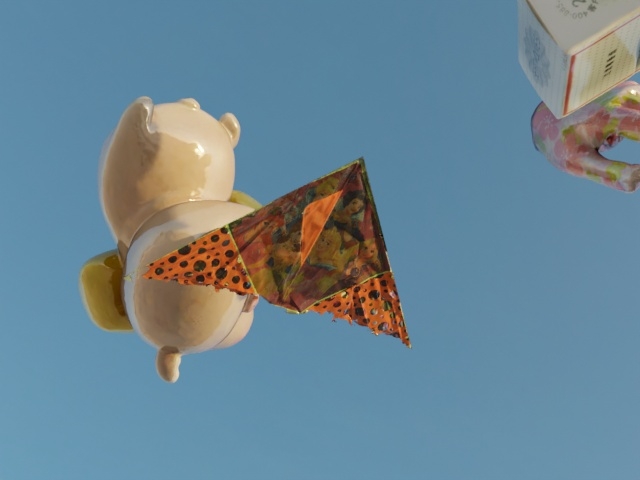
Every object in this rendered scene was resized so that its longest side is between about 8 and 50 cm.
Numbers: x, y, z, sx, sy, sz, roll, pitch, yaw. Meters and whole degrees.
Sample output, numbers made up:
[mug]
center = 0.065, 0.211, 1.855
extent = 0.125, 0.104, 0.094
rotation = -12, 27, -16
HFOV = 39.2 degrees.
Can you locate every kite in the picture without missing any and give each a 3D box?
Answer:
[kite]
center = 0.000, -0.001, 0.584
extent = 0.222, 0.008, 0.125
rotation = 17, -67, -29

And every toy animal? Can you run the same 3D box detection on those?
[toy animal]
center = -0.144, 0.003, 1.169
extent = 0.278, 0.247, 0.345
rotation = 2, -70, -33

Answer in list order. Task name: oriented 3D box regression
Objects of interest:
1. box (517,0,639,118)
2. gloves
[box]
center = 0.360, -0.269, 0.901
extent = 0.330, 0.210, 0.095
rotation = -30, -105, 6
[gloves]
center = 0.375, -0.130, 1.101
extent = 0.241, 0.145, 0.126
rotation = 11, -72, 54
